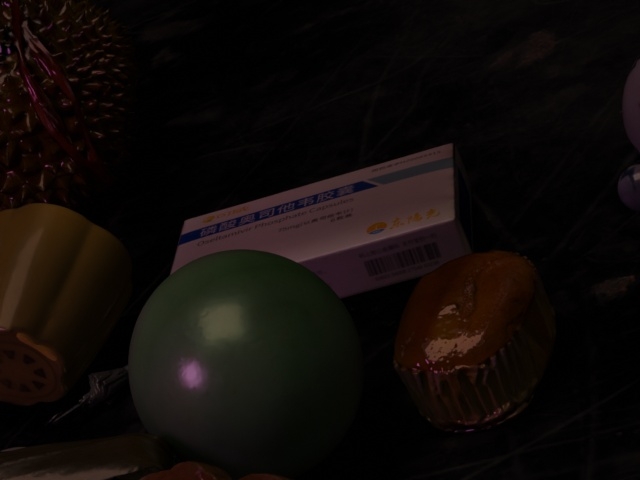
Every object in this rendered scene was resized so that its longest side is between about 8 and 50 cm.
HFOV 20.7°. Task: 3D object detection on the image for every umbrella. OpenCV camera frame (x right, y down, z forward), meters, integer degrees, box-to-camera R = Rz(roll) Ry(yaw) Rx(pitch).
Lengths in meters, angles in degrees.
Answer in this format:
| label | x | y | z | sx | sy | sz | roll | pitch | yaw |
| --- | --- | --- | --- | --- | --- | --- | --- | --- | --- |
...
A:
| label | x | y | z | sx | sy | sz | roll | pitch | yaw |
| --- | --- | --- | --- | --- | --- | --- | --- | --- | --- |
| umbrella | -0.206 | 0.139 | 1.972 | 0.269 | 0.044 | 0.044 | -33 | -12 | -31 |

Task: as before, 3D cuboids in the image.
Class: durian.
| label | x | y | z | sx | sy | sz | roll | pitch | yaw |
| --- | --- | --- | --- | --- | --- | --- | --- | --- | --- |
| durian | -0.417 | -0.176 | 2.464 | 0.384 | 0.347 | 0.347 | -54 | 21 | 13 |

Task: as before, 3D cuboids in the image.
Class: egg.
| label | x | y | z | sx | sy | sz | roll | pitch | yaw |
| --- | --- | --- | --- | --- | --- | --- | --- | --- | --- |
| egg | -0.072 | 0.117 | 1.661 | 0.220 | 0.220 | 0.270 | -26 | 19 | -2 |

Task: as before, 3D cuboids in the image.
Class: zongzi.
| label | x | y | z | sx | sy | sz | roll | pitch | yaw |
| --- | --- | --- | --- | --- | --- | --- | --- | --- | --- |
| zongzi | -0.289 | 0.207 | 1.555 | 0.260 | 0.289 | 0.123 | -38 | 17 | 20 |

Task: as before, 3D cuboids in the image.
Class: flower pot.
| label | x | y | z | sx | sy | sz | roll | pitch | yaw |
| --- | --- | --- | --- | --- | --- | --- | --- | --- | --- |
| flower pot | -0.328 | 0.085 | 2.024 | 0.195 | 0.195 | 0.179 | -12 | 41 | 26 |

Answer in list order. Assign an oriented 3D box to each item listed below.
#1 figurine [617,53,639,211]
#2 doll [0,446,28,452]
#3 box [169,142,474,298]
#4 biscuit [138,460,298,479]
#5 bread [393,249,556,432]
| label | x | y | z | sx | sy | sz | roll | pitch | yaw |
| --- | --- | --- | --- | --- | --- | --- | --- | --- | --- |
| figurine | 0.414 | -0.114 | 1.727 | 0.261 | 0.186 | 0.382 | -18 | 21 | 2 |
| doll | -0.278 | 0.240 | 1.712 | 0.227 | 0.075 | 0.102 | -2 | 5 | -37 |
| box | 0.000 | 0.000 | 1.988 | 0.343 | 0.065 | 0.200 | -16 | 26 | 12 |
| biscuit | -0.120 | 0.315 | 1.366 | 0.376 | 0.051 | 0.269 | -31 | 52 | 32 |
| bread | 0.146 | 0.088 | 1.662 | 0.132 | 0.114 | 0.190 | -9 | 34 | 26 |
